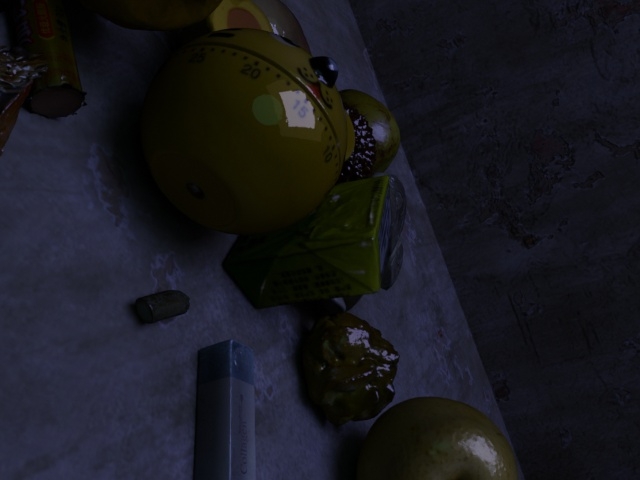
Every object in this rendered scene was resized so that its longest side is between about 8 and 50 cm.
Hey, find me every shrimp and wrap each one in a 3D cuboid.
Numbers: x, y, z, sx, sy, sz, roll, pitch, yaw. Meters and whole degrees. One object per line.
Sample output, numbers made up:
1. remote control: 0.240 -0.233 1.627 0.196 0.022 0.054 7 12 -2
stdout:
1. shrimp: -0.399 -0.154 0.641 0.145 0.061 0.267 58 32 -20

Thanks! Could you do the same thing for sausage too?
1. sausage: -0.404 -0.357 0.817 0.082 0.082 0.371 11 60 -64

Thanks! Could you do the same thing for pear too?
1. pear: 0.093 -0.299 1.673 0.283 0.284 0.283 49 30 -41
2. pear: 0.239 0.498 1.200 0.348 0.349 0.348 49 30 -41

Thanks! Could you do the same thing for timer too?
1. timer: -0.105 -0.209 0.975 0.376 0.377 0.386 55 49 -31

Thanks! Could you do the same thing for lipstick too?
1. lipstick: -0.140 0.309 0.846 0.066 0.068 0.317 42 35 -49

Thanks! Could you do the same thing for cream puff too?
1. cream puff: 0.065 0.272 1.227 0.244 0.196 0.244 18 52 -24

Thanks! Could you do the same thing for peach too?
1. peach: -0.145 -0.385 1.201 0.293 0.248 0.291 10 74 -38

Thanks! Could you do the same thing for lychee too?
1. lychee: -0.003 -0.231 1.381 0.267 0.268 0.267 49 30 -41

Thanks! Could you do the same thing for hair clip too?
1. hair clip: 0.029 0.102 1.333 0.172 0.113 0.282 61 -15 0

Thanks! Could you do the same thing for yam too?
1. yam: -0.235 0.097 0.850 0.094 0.043 0.043 -13 83 -66

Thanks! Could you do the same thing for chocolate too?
1. chocolate: 0.000 0.000 1.162 0.300 0.289 0.136 -68 144 -58

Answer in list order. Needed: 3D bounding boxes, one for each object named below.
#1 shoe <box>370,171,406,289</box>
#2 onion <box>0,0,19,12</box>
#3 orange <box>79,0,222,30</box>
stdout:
1. shoe: 0.091 -0.026 1.398 0.341 0.211 0.132 86 24 -44
2. onion: -0.419 -0.380 0.653 0.246 0.191 0.246 5 90 -88
3. orange: -0.248 -0.436 0.833 0.235 0.279 0.279 53 15 25
